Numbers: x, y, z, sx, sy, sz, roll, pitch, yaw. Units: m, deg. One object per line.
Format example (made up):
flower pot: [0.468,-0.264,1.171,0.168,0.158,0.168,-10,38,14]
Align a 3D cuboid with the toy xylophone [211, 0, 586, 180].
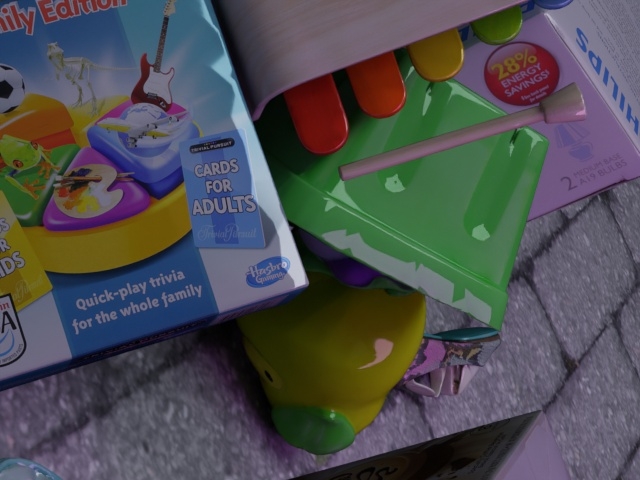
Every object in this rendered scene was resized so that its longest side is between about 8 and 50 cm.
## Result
toy xylophone: [0.069,-0.169,1.134,0.081,0.323,0.236,54,25,-82]

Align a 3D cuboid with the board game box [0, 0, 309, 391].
board game box: [-0.185,-0.081,1.107,0.254,0.079,0.336,-17,82,-18]

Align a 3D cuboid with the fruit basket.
fruit basket: [0.000,0.000,1.360,0.283,0.392,0.392,28,44,-29]

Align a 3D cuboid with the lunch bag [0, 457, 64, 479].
lunch bag: [-0.188,0.290,0.947,0.224,0.108,0.279,46,33,-35]

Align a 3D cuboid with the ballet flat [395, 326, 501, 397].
ballet flat: [0.132,0.137,1.700,0.221,0.077,0.079,4,85,-55]

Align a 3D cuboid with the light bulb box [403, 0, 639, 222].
light bulb box: [0.168,-0.185,1.686,0.225,0.358,0.361,51,32,-25]

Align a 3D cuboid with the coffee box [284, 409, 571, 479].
coffee box: [0.040,0.247,1.186,0.118,0.297,0.168,68,26,-5]
